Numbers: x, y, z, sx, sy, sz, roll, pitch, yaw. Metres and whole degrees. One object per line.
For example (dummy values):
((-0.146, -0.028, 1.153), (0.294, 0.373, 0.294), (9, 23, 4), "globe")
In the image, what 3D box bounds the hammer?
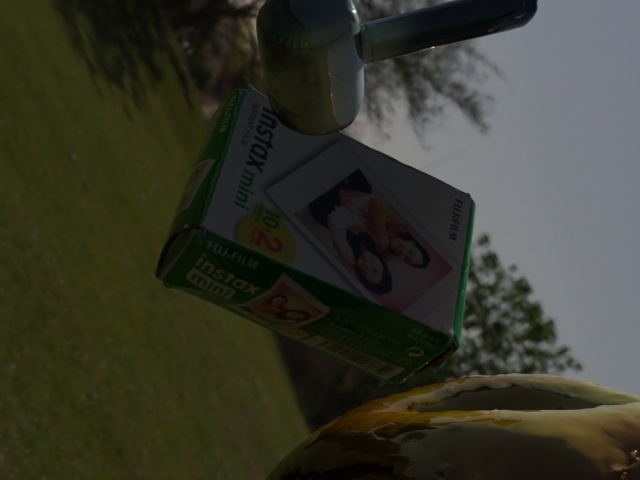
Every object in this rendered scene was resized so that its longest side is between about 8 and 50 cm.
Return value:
((0.055, -0.138, 0.857), (0.116, 0.194, 0.069), (82, -9, -56), "hammer")

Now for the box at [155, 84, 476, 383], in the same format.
((0.000, 0.000, 1.052), (0.250, 0.103, 0.180), (25, 50, -15), "box")

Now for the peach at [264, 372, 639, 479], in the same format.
((0.107, 0.255, 0.659), (0.370, 0.370, 0.370), (64, -1, 2), "peach")
